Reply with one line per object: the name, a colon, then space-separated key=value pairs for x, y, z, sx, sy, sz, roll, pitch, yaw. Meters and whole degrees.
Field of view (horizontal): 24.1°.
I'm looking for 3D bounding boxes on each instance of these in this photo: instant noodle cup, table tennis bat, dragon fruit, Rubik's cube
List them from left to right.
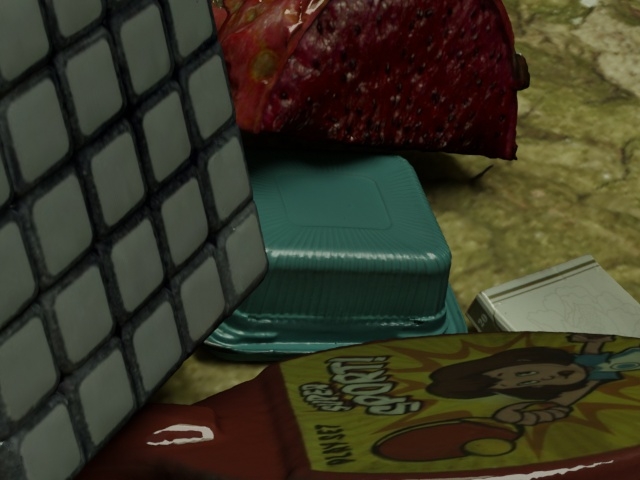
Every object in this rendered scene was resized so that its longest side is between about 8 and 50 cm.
Rubik's cube: x=-0.190 y=-0.034 z=0.721 sx=0.237 sy=0.237 sz=0.238 roll=3 pitch=31 yaw=28
dragon fruit: x=-0.004 y=-0.138 z=1.004 sx=0.211 sy=0.134 sz=0.262 roll=14 pitch=8 yaw=39
instant noodle cup: x=0.000 y=0.000 z=0.934 sx=0.179 sy=0.070 sz=0.157 roll=1 pitch=40 yaw=-17
table tennis bat: x=0.015 y=0.097 z=0.763 sx=0.414 sy=0.051 sz=0.268 roll=-5 pitch=10 yaw=-5

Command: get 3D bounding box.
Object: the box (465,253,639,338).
box: x=0.191 y=0.092 z=0.924 sx=0.109 sy=0.029 sz=0.198 roll=-16 pitch=51 yaw=-37
